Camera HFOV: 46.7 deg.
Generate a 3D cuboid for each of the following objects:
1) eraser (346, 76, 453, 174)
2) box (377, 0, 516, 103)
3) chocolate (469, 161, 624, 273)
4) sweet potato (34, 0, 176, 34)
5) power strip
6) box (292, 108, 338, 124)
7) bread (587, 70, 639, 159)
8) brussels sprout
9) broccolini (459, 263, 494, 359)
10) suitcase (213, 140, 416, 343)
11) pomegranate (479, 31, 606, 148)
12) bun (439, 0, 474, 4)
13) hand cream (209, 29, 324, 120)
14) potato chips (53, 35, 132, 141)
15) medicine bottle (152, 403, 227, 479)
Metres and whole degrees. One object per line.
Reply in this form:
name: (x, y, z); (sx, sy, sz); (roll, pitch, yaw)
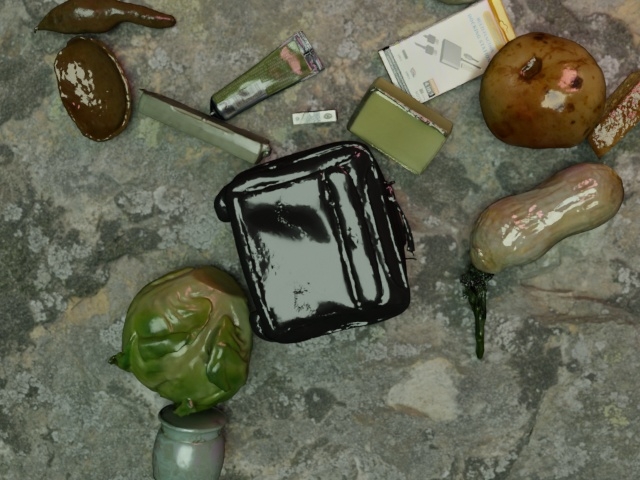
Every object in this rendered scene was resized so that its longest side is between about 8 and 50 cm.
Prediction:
eraser: (0.148, -0.215, 1.388); (0.172, 0.058, 0.117); (32, 133, -1)
box: (0.242, -0.351, 1.385); (0.247, 0.033, 0.129); (-25, 98, 10)
chocolate: (0.413, -0.045, 1.378); (0.309, 0.134, 0.134); (-31, 96, 10)
sweet potato: (-0.414, -0.434, 1.417); (0.269, 0.075, 0.075); (-3, 100, -3)
power strip: (-0.228, -0.222, 1.434); (0.285, 0.080, 0.048); (24, 104, 1)
box: (-0.009, -0.238, 1.421); (0.083, 0.054, 0.024); (-4, 104, 6)
bread: (0.548, -0.234, 1.341); (0.065, 0.103, 0.187); (39, 104, -3)
brussels sprout: (-0.258, 0.197, 1.446); (0.259, 0.227, 0.294); (25, 95, -14)
broccolini: (0.301, 0.143, 1.465); (0.058, 0.074, 0.201); (20, 118, 39)
suitcase: (0.000, 0.000, 1.413); (0.339, 0.188, 0.345); (-16, 97, 3)
pomegranate: (0.390, -0.252, 1.307); (0.215, 0.215, 0.215); (1, 101, 6)
bun: (0.242, -0.514, 1.321); (0.183, 0.102, 0.183); (2, 101, 8)
hand cream: (-0.112, -0.304, 1.428); (0.235, 0.055, 0.086); (-32, 98, 3)
potato chips: (-0.441, -0.300, 1.456); (0.150, 0.049, 0.202); (-29, 98, 13)
medicine bottle: (-0.268, 0.418, 1.524); (0.147, 0.147, 0.143); (9, 98, 4)
